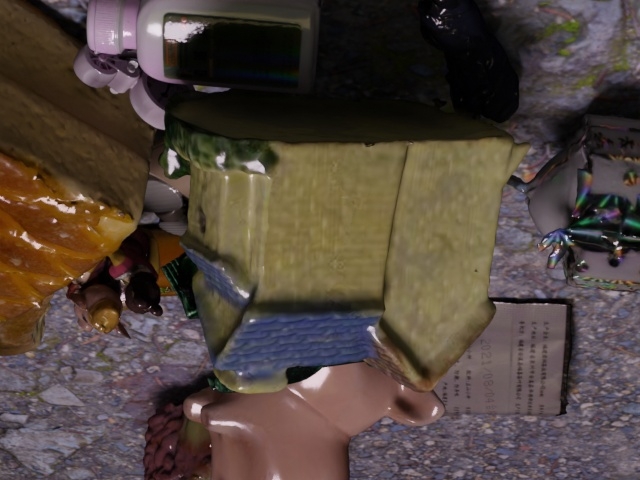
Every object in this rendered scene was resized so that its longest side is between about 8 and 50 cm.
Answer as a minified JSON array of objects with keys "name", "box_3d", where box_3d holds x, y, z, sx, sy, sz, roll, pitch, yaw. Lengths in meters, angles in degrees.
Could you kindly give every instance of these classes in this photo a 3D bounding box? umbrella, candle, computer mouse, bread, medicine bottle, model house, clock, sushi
[{"name":"umbrella","box_3d":[0.131,-0.195,1.478,0.071,0.071,0.248,-9,143,19]},{"name":"candle","box_3d":[0.307,-0.039,1.582,0.330,0.187,0.187,6,145,1]},{"name":"computer mouse","box_3d":[-0.100,-0.069,1.674,0.237,0.082,0.145,-20,139,29]},{"name":"bread","box_3d":[-0.341,-0.082,1.577,0.279,0.207,0.279,-28,132,37]},{"name":"medicine bottle","box_3d":[-0.109,-0.201,1.489,0.219,0.078,0.115,5,139,0]},{"name":"model house","box_3d":[0.000,0.000,1.497,0.321,0.266,0.261,-3,-167,-23]},{"name":"clock","box_3d":[-0.181,-0.163,1.546,0.129,0.087,0.041,25,136,-24]},{"name":"sushi","box_3d":[-0.103,0.282,2.096,0.270,0.170,0.236,-17,139,24]}]

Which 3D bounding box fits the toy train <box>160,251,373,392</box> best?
[{"name":"toy train","box_3d":[-0.006,0.061,1.685,0.330,0.178,0.138,-4,160,-41]}]

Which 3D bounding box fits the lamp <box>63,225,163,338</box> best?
[{"name":"lamp","box_3d":[-0.227,0.032,1.690,0.118,0.253,0.118,-9,127,-12]}]

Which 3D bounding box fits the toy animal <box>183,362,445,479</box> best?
[{"name":"toy animal","box_3d":[-0.024,0.207,1.867,0.269,0.326,0.237,-5,-167,-30]}]

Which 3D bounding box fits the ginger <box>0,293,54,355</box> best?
[{"name":"ginger","box_3d":[-0.439,0.070,1.876,0.276,0.130,0.221,-5,153,23]}]

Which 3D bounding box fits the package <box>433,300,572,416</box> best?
[{"name":"package","box_3d":[0.214,0.162,1.980,0.204,0.062,0.251,0,140,6]}]

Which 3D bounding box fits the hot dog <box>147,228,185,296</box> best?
[{"name":"hot dog","box_3d":[-0.143,0.029,1.828,0.250,0.068,0.100,-5,145,14]}]
